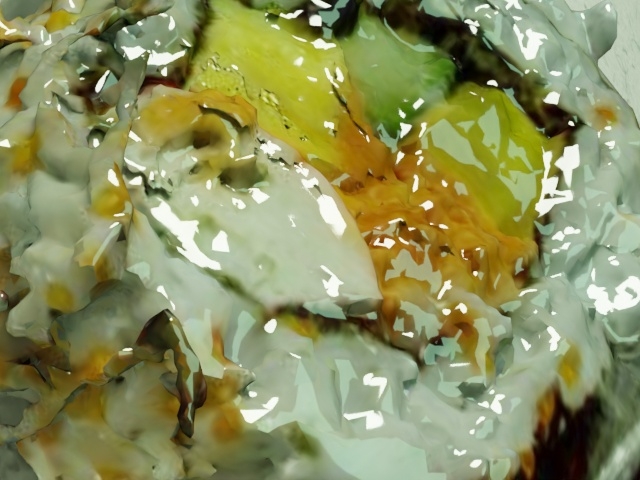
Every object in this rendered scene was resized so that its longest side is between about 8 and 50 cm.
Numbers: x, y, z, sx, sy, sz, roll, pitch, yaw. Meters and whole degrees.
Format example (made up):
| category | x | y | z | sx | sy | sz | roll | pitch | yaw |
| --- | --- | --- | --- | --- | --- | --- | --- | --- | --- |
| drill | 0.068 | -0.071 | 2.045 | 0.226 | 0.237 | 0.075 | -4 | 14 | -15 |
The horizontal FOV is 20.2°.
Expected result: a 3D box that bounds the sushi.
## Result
| category | x | y | z | sx | sy | sz | roll | pitch | yaw |
| --- | --- | --- | --- | --- | --- | --- | --- | --- | --- |
| sushi | -0.002 | -0.004 | 0.822 | 0.417 | 0.176 | 0.417 | 20 | 53 | -29 |
